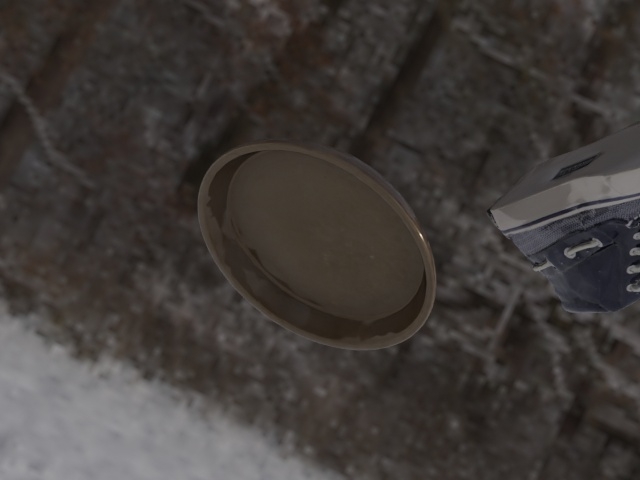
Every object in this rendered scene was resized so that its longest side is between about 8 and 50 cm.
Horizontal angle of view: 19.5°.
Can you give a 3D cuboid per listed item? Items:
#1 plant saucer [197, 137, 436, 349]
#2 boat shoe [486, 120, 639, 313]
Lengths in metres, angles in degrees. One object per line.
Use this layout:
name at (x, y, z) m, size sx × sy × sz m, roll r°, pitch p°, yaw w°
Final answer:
plant saucer at (0.000, 0.000, 1.959) m, size 0.278 × 0.041 × 0.278 m, roll 19°, pitch -44°, yaw 19°
boat shoe at (0.324, -0.024, 1.889) m, size 0.158 × 0.127 × 0.340 m, roll 53°, pitch -28°, yaw -10°
